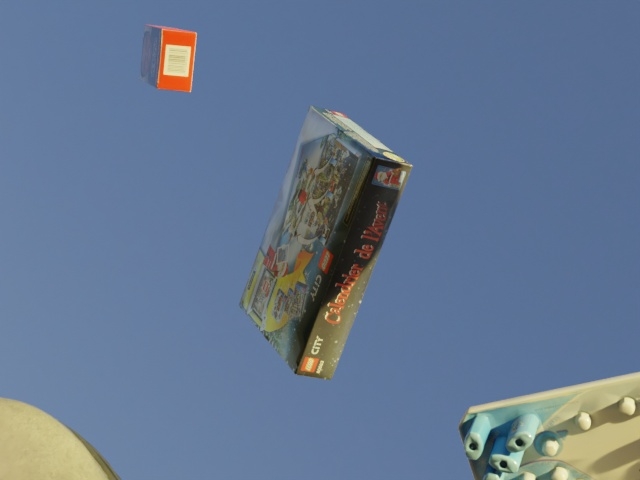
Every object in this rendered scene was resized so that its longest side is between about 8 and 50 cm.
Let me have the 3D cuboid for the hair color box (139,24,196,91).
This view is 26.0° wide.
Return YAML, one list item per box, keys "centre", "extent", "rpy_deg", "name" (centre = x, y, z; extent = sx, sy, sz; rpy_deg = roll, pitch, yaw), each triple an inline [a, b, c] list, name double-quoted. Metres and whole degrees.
- centre: [-0.183, -0.218, 1.654]
  extent: [0.043, 0.141, 0.072]
  rpy_deg: [4, -81, -16]
  name: "hair color box"

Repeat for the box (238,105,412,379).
- centre: [0.000, 0.000, 1.393]
  extent: [0.159, 0.044, 0.233]
  rpy_deg: [44, -62, 55]
  name: "box"

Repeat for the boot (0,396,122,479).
- centre: [-0.092, 0.106, 0.315]
  extent: [0.083, 0.246, 0.161]
  rpy_deg: [-20, -41, 3]
  name: "boot"

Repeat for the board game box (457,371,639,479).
- centre: [0.358, 0.300, 1.249]
  extent: [0.390, 0.050, 0.390]
  rpy_deg: [-14, -78, 18]
  name: "board game box"
